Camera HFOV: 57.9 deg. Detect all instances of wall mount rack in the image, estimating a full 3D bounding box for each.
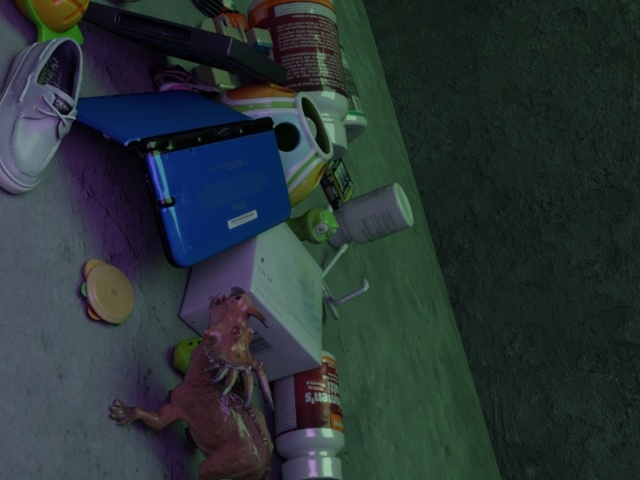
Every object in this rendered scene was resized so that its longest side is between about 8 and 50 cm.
[{"bbox_3d":[0.000,0.000,1.374,0.349,0.131,0.304,63,-2,-20],"label":"wall mount rack"}]

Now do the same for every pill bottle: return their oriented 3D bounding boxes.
[{"bbox_3d":[-0.012,-0.456,1.653,0.204,0.204,0.360,6,66,-68],"label":"pill bottle"},{"bbox_3d":[-0.051,-0.397,1.435,0.224,0.224,0.391,12,69,-67],"label":"pill bottle"},{"bbox_3d":[-0.021,0.313,1.017,0.121,0.121,0.221,45,31,-49],"label":"pill bottle"},{"bbox_3d":[0.129,-0.062,1.604,0.131,0.230,0.131,53,26,-39],"label":"pill bottle"}]

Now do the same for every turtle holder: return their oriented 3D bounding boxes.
[{"bbox_3d":[-0.096,-0.145,1.104,0.243,0.228,0.320,15,57,-67],"label":"turtle holder"}]

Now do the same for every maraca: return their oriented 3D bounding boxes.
[{"bbox_3d":[-0.365,-0.334,0.789,0.127,0.099,0.185,-64,157,-60],"label":"maraca"}]

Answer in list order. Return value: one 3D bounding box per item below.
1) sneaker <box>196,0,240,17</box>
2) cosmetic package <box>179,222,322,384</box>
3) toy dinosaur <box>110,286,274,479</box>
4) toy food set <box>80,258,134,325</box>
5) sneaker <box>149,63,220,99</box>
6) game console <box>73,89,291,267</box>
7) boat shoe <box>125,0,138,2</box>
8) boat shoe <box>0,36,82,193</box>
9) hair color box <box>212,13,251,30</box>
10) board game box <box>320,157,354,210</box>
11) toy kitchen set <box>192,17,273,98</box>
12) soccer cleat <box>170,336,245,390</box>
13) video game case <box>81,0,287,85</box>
[{"bbox_3d":[-0.255,-0.571,1.371,0.075,0.057,0.161,57,19,13],"label":"sneaker"},{"bbox_3d":[-0.103,0.085,1.001,0.224,0.138,0.224,53,24,-38],"label":"cosmetic package"},{"bbox_3d":[-0.116,0.229,0.737,0.295,0.201,0.127,65,20,-15],"label":"toy dinosaur"},{"bbox_3d":[-0.273,0.069,0.745,0.083,0.020,0.082,46,31,-49],"label":"toy food set"},{"bbox_3d":[-0.252,-0.293,1.081,0.077,0.072,0.178,59,14,2],"label":"sneaker"},{"bbox_3d":[-0.205,-0.112,0.874,0.293,0.174,0.250,-30,111,-56],"label":"game console"},{"bbox_3d":[-0.373,-0.533,0.916,0.324,0.117,0.123,51,27,-42],"label":"boat shoe"},{"bbox_3d":[-0.338,-0.163,0.701,0.079,0.081,0.227,43,37,-51],"label":"boat shoe"},{"bbox_3d":[-0.220,-0.492,1.342,0.043,0.072,0.141,65,20,-15],"label":"hair color box"},{"bbox_3d":[0.047,-0.186,1.780,0.141,0.048,0.170,66,20,-16],"label":"board game box"},{"bbox_3d":[-0.200,-0.370,1.269,0.207,0.122,0.165,-12,82,-50],"label":"toy kitchen set"},{"bbox_3d":[-0.147,0.199,0.870,0.179,0.072,0.060,50,28,-44],"label":"soccer cleat"},{"bbox_3d":[-0.210,-0.321,0.963,0.275,0.249,0.035,-26,133,-75],"label":"video game case"}]
